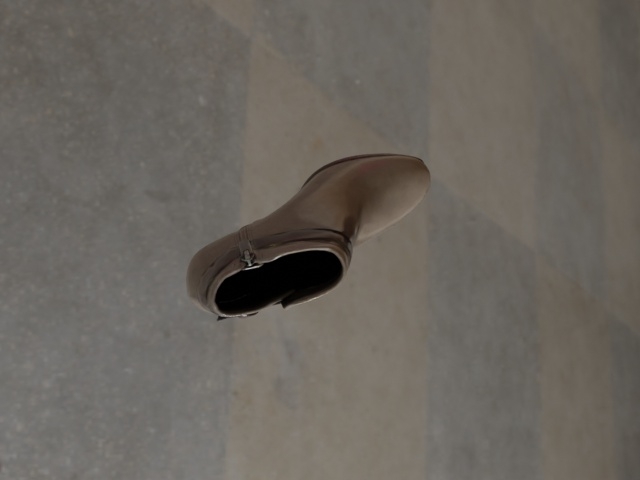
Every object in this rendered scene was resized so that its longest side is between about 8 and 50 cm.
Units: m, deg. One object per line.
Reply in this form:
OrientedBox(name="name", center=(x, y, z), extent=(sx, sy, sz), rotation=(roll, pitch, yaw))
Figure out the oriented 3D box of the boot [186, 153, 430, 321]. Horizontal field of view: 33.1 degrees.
OrientedBox(name="boot", center=(0.000, 0.000, 0.451), extent=(0.087, 0.118, 0.042), rotation=(-122, -173, -76))
